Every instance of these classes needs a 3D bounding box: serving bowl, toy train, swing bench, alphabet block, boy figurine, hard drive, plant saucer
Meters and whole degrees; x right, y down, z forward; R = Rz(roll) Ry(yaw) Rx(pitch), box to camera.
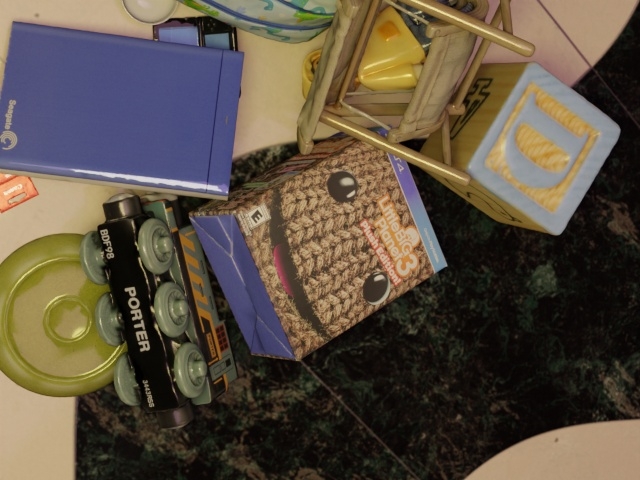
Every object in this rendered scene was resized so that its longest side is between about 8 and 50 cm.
[{"bbox_3d":[-0.243,-0.346,1.696,0.083,0.027,0.083,-2,98,-17],"label":"serving bowl"},{"bbox_3d":[-0.221,0.090,1.683,0.142,0.190,0.334,-12,96,23],"label":"toy train"},{"bbox_3d":[0.116,-0.235,1.596,0.254,0.165,0.253,11,137,-10],"label":"swing bench"},{"bbox_3d":[0.293,-0.142,1.806,0.192,0.197,0.193,34,86,-18],"label":"alphabet block"},{"bbox_3d":[0.092,-0.295,1.758,0.285,0.092,0.177,-27,73,4],"label":"boy figurine"},{"bbox_3d":[-0.273,-0.176,1.632,0.318,0.040,0.210,7,75,-6],"label":"hard drive"},{"bbox_3d":[-0.360,0.111,1.713,0.240,0.037,0.241,-2,98,-18],"label":"plant saucer"}]

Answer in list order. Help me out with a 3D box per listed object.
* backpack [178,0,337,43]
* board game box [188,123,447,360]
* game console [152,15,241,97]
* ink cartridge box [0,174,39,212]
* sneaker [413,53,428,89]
[{"bbox_3d":[-0.088,-0.421,1.630,0.355,0.273,0.290,36,56,-31],"label":"backpack"},{"bbox_3d":[0.000,0.000,1.720,0.291,0.141,0.232,-31,106,-29],"label":"board game box"},{"bbox_3d":[-0.175,-0.258,1.709,0.071,0.107,0.122,-13,103,-45],"label":"game console"},{"bbox_3d":[-0.442,-0.100,1.663,0.062,0.029,0.115,-29,104,-13],"label":"ink cartridge box"},{"bbox_3d":[0.180,-0.301,1.815,0.068,0.071,0.170,5,95,-18],"label":"sneaker"}]
